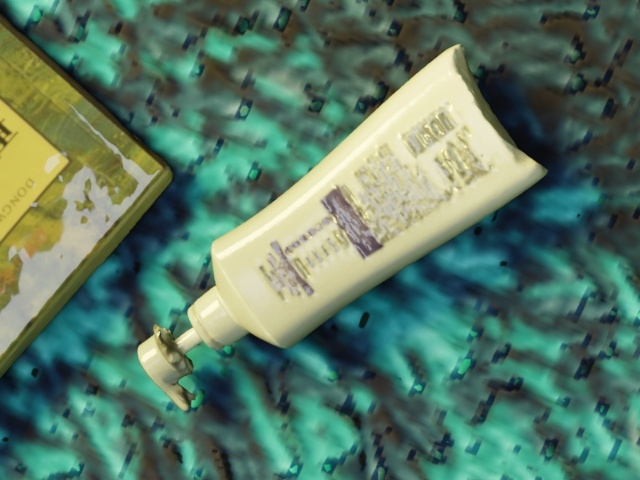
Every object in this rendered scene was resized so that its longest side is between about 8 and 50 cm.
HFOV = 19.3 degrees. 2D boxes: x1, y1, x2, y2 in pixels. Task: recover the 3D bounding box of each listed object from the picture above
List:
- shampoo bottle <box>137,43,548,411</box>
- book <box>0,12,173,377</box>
[{"bbox_3d":[0.000,0.000,0.583,0.141,0.034,0.049,-36,89,11],"label":"shampoo bottle"},{"bbox_3d":[-0.181,-0.037,0.630,0.228,0.024,0.160,42,96,10],"label":"book"}]
